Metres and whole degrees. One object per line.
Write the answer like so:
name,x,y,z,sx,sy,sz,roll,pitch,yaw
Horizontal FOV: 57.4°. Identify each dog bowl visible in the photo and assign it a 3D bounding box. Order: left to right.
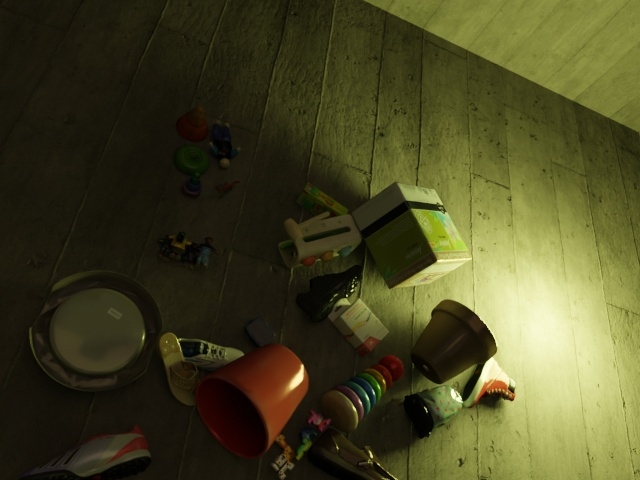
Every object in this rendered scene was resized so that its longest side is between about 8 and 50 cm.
dog bowl,-0.624,0.261,1.638,0.348,0.102,0.349,13,58,-21

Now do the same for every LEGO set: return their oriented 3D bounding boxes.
LEGO set,-0.082,0.594,1.735,0.093,0.087,0.227,43,59,5

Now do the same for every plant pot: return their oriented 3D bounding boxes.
plant pot,-0.178,0.439,1.675,0.275,0.275,0.243,50,43,7
plant pot,0.446,0.376,2.045,0.229,0.263,0.263,-40,84,-20

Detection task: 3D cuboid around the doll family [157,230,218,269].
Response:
doll family,-0.430,0.024,1.895,0.192,0.076,0.111,24,50,-19

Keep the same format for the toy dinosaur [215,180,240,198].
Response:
toy dinosaur,-0.338,-0.193,2.064,0.047,0.090,0.082,53,8,-4

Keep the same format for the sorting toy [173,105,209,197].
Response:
sorting toy,-0.440,-0.333,2.059,0.127,0.126,0.366,8,59,-23

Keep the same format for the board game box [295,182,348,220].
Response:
board game box,0.005,-0.129,2.186,0.181,0.092,0.043,34,52,-5

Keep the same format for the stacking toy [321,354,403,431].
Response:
stacking toy,0.156,0.472,1.899,0.330,0.141,0.141,-29,78,-40

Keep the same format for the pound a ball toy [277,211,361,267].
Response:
pound a ball toy,0.000,0.000,2.037,0.319,0.208,0.136,-14,70,-33

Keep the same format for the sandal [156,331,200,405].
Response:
sandal,-0.386,0.372,1.646,0.088,0.079,0.240,-31,106,-34

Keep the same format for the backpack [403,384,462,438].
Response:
backpack,0.386,0.564,1.967,0.181,0.115,0.152,-9,65,-33

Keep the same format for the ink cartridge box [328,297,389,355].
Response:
ink cartridge box,0.126,0.285,2.024,0.198,0.067,0.115,47,53,5

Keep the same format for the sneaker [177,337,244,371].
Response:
sneaker,-0.338,0.341,1.748,0.237,0.086,0.085,12,56,-22

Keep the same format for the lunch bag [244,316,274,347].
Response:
lunch bag,-0.198,0.292,1.859,0.067,0.065,0.098,-36,83,-21

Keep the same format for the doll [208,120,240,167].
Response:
doll,-0.356,-0.351,2.160,0.129,0.046,0.189,10,59,-33

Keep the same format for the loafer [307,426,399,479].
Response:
loafer,0.142,0.682,1.761,0.365,0.134,0.130,34,53,-6

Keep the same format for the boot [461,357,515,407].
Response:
boot,0.619,0.551,2.112,0.176,0.088,0.244,46,49,1

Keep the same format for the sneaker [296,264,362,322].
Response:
sneaker,0.034,0.157,2.024,0.130,0.109,0.286,35,50,26

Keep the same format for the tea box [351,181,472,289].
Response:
tea box,0.339,-0.015,2.145,0.329,0.220,0.324,-2,62,-55

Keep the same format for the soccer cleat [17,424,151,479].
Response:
soccer cleat,-0.601,0.562,1.490,0.318,0.109,0.116,-6,45,-27
